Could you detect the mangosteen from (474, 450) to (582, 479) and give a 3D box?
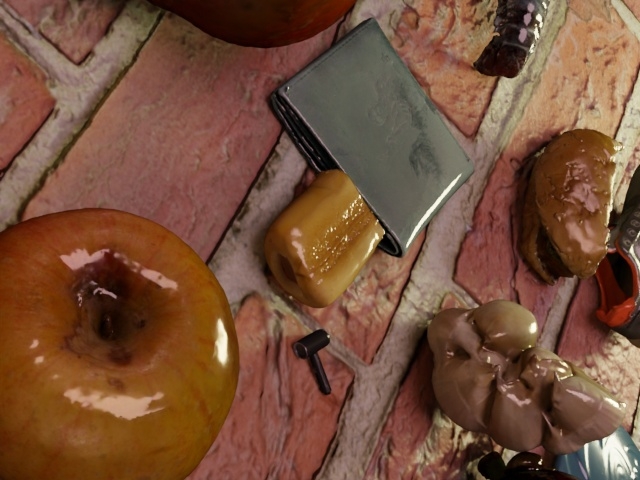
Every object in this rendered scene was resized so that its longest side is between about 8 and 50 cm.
[{"bbox_3d":[0.277,0.394,1.417,0.228,0.228,0.265,21,33,-33],"label":"mangosteen"}]

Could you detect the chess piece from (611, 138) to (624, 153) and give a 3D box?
[{"bbox_3d":[0.509,-0.165,1.852,0.092,0.035,0.035,-8,84,-44],"label":"chess piece"}]

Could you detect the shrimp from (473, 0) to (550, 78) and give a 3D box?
[{"bbox_3d":[0.347,-0.454,1.722,0.221,0.166,0.410,18,60,-5],"label":"shrimp"}]

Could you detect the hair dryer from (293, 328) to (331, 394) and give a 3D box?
[{"bbox_3d":[-0.001,0.161,1.360,0.047,0.026,0.083,-25,98,-39],"label":"hair dryer"}]

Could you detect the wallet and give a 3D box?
[{"bbox_3d":[0.085,-0.149,1.493,0.290,0.054,0.251,54,48,-8],"label":"wallet"}]

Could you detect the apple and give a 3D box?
[{"bbox_3d":[-0.230,0.122,1.039,0.299,0.275,0.299,10,67,-24],"label":"apple"}]

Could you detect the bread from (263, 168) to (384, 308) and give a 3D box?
[{"bbox_3d":[-0.001,0.000,1.361,0.173,0.085,0.134,-45,110,-39],"label":"bread"}]

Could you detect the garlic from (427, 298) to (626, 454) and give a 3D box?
[{"bbox_3d":[0.257,0.197,1.430,0.281,0.185,0.203,45,7,18],"label":"garlic"}]

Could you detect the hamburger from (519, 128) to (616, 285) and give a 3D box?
[{"bbox_3d":[0.395,-0.071,1.674,0.131,0.124,0.262,30,61,-29],"label":"hamburger"}]

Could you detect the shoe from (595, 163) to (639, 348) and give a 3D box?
[{"bbox_3d":[0.513,0.006,1.761,0.171,0.132,0.336,17,71,-25],"label":"shoe"}]

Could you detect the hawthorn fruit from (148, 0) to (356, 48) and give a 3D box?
[{"bbox_3d":[-0.072,-0.441,1.224,0.403,0.403,0.403,11,72,-37],"label":"hawthorn fruit"}]

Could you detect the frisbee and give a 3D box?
[{"bbox_3d":[0.460,0.411,1.628,0.289,0.049,0.289,18,63,-40],"label":"frisbee"}]
